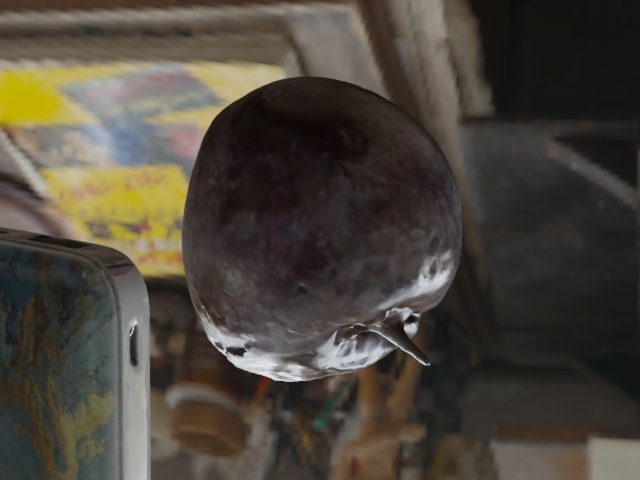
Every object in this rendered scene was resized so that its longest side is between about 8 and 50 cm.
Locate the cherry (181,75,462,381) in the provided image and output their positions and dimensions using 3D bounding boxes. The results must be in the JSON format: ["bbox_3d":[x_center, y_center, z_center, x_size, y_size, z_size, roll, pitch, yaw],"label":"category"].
[{"bbox_3d":[-0.003,-0.008,1.084,0.195,0.195,0.195,6,155,3],"label":"cherry"}]

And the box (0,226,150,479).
[{"bbox_3d":[-0.124,0.135,0.672,0.142,0.285,0.044,9,-165,35],"label":"box"}]
